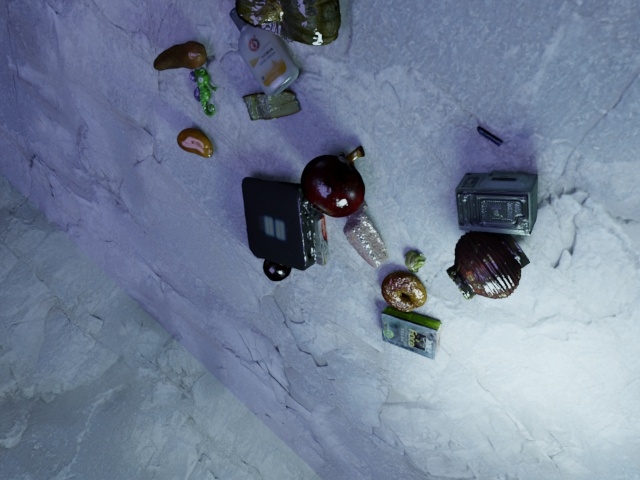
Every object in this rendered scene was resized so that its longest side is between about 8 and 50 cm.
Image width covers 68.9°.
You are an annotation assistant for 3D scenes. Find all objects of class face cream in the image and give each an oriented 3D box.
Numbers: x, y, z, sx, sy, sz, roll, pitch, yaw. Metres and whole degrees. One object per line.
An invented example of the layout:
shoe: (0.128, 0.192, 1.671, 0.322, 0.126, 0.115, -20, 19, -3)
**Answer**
face cream: (-0.194, -0.624, 1.514, 0.143, 0.071, 0.291, -31, 93, 24)

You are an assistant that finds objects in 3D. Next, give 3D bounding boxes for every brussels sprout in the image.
brussels sprout: (0.336, 0.084, 1.694, 0.085, 0.058, 0.085, 32, 152, 20)

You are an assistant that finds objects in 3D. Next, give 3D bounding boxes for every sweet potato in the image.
sweet potato: (-0.511, -0.670, 1.709, 0.291, 0.097, 0.097, 7, 126, 39)

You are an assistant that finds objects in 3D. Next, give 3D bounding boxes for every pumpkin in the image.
pumpkin: (-0.096, -0.695, 1.286, 0.324, 0.242, 0.232, 23, 141, 14)

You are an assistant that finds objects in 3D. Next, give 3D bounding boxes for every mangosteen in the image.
mangosteen: (0.058, -0.214, 1.581, 0.235, 0.235, 0.261, 35, 93, 9)
mangosteen: (-0.177, 0.103, 2.028, 0.137, 0.137, 0.151, 45, 113, -1)

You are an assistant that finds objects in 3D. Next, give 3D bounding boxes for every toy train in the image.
toy train: (0.479, -0.297, 1.329, 0.083, 0.017, 0.017, 36, 143, 8)

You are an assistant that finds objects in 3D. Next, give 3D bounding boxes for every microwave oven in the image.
microwave oven: (0.516, -0.110, 1.367, 0.208, 0.122, 0.162, 6, 126, 33)

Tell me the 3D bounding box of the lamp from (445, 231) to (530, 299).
lamp: (0.508, 0.077, 1.436, 0.246, 0.247, 0.247, 19, 131, 23)

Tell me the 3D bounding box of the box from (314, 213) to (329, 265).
box: (0.000, 0.000, 1.870, 0.039, 0.055, 0.218, 16, 129, 30)

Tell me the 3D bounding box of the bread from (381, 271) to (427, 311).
bread: (0.316, 0.200, 1.790, 0.193, 0.064, 0.193, 18, 132, 21)

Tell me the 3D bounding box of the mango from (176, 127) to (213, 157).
mango: (-0.509, -0.405, 1.919, 0.159, 0.084, 0.105, 21, 119, -5)

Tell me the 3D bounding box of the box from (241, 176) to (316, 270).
box: (-0.171, -0.072, 1.861, 0.350, 0.091, 0.359, 14, 116, 38)

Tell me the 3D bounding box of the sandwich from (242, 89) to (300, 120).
sandwich: (-0.195, -0.473, 1.631, 0.244, 0.088, 0.090, 7, 121, 33)

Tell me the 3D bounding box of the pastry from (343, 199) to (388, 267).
pastry: (0.161, -0.008, 1.710, 0.102, 0.112, 0.265, -4, 119, 50)

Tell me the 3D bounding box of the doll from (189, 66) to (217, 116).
doll: (-0.438, -0.562, 1.769, 0.115, 0.050, 0.190, 26, 136, 27)

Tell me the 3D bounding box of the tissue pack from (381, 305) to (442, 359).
tissue pack: (0.363, 0.369, 1.875, 0.235, 0.073, 0.174, 16, 131, 26)
